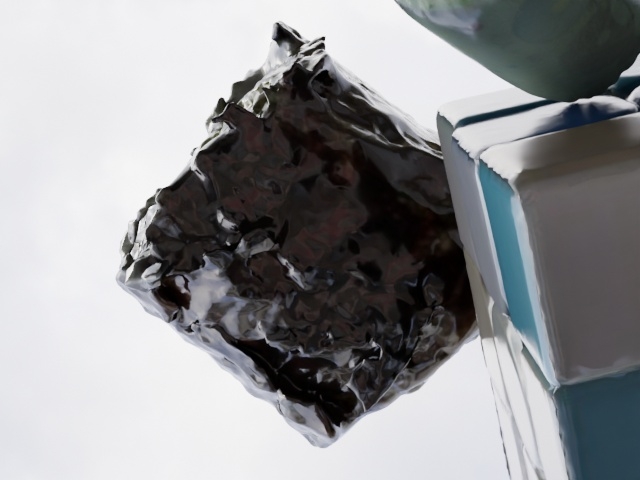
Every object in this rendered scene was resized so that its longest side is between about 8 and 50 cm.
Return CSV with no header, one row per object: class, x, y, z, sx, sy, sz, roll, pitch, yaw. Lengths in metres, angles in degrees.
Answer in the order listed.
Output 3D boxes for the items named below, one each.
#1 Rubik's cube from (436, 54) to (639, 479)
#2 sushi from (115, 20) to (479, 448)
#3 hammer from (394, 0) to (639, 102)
Rubik's cube,0.286,0.056,0.778,0.344,0.346,0.346,-12,-165,1
sushi,-0.002,-0.001,1.064,0.294,0.299,0.281,37,-179,-11
hammer,0.204,-0.202,0.663,0.206,0.336,0.118,16,-125,-49
